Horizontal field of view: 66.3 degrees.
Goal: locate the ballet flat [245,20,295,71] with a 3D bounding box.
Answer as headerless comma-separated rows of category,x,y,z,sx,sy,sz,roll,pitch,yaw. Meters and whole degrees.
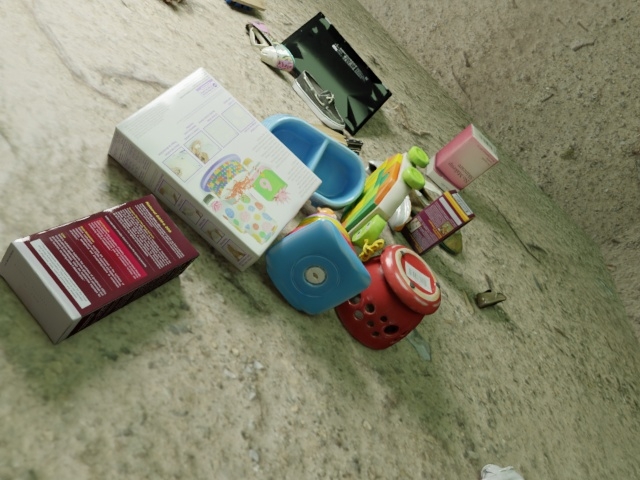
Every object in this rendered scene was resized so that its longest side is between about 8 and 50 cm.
ballet flat,-0.169,-0.605,1.535,0.079,0.077,0.221,-21,67,-36

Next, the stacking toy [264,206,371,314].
stacking toy,0.000,0.000,1.046,0.175,0.165,0.302,54,19,-20

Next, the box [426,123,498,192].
box,0.544,-0.306,1.890,0.148,0.232,0.127,39,34,-14

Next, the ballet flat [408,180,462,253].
ballet flat,0.368,-0.098,1.583,0.348,0.123,0.123,43,33,-8

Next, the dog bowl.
dog bowl,-0.021,-0.181,1.152,0.297,0.166,0.074,29,-3,-18

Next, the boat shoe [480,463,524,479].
boat shoe,0.367,0.499,1.019,0.184,0.066,0.063,14,32,-38

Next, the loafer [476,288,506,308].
loafer,0.542,0.179,1.551,0.148,0.056,0.050,0,62,-49

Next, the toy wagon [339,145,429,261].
toy wagon,0.131,-0.080,1.149,0.068,0.267,0.344,40,34,-10

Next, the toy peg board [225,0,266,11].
toy peg board,-0.286,-0.846,1.650,0.161,0.079,0.161,-14,83,-53

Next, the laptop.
laptop,0.047,-0.594,1.792,0.382,0.236,0.408,45,61,-10

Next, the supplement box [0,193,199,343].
supplement box,-0.306,0.029,0.710,0.130,0.073,0.239,51,34,3

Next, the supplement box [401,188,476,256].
supplement box,0.341,-0.051,1.434,0.081,0.188,0.104,-16,68,-55

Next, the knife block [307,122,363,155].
knife block,-0.016,-0.264,1.320,0.275,0.088,0.242,16,21,-13

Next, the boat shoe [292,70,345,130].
boat shoe,0.006,-0.443,1.558,0.219,0.070,0.078,44,33,-6

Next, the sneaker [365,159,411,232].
sneaker,0.187,-0.135,1.453,0.121,0.099,0.262,9,49,-16

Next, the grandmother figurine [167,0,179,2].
grandmother figurine,-0.508,-0.761,1.276,0.342,0.104,0.208,29,10,-23

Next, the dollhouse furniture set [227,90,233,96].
dollhouse furniture set,-0.208,-0.265,1.132,0.114,0.091,0.081,40,49,-18

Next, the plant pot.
plant pot,0.151,0.114,1.063,0.191,0.174,0.191,32,34,-25

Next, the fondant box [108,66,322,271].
fondant box,-0.190,-0.139,0.938,0.330,0.096,0.238,42,52,-7
